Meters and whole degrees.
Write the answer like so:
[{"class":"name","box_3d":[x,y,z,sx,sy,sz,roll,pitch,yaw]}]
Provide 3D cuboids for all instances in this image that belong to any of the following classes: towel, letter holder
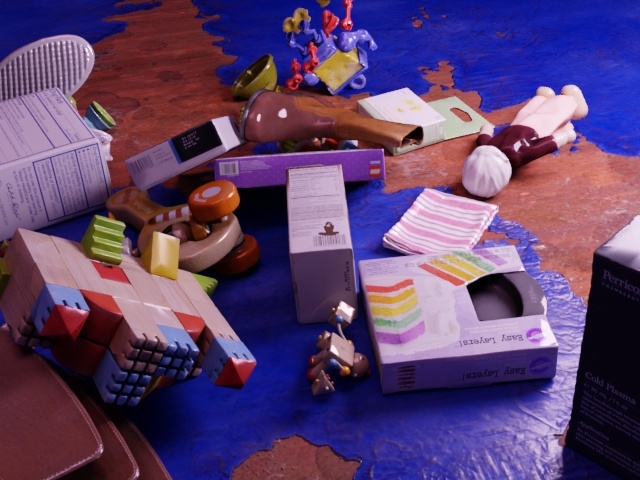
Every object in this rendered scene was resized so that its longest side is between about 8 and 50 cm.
[{"class":"towel","box_3d":[0.210,-0.029,1.622,0.144,0.029,0.197,17,40,25]},{"class":"letter holder","box_3d":[-0.343,0.238,1.197,0.214,0.152,0.301,-25,41,-30]}]

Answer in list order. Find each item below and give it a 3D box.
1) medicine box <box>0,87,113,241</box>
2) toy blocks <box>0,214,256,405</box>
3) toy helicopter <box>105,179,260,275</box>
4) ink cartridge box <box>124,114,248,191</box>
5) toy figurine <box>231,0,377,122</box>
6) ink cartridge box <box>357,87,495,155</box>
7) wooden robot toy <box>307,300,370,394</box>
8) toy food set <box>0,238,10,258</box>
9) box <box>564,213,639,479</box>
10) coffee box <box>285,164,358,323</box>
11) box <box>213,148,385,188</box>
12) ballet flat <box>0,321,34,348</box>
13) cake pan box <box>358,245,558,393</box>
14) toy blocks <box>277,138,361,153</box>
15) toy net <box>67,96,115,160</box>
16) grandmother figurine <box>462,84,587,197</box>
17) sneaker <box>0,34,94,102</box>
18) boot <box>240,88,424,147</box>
[{"class":"medicine box","box_3d":[-0.571,-0.140,1.743,0.289,0.149,0.263,-20,38,-22]},{"class":"toy blocks","box_3d":[-0.265,0.117,1.271,0.381,0.191,0.261,18,19,-39]},{"class":"toy helicopter","box_3d":[-0.283,-0.015,1.597,0.235,0.140,0.355,-34,34,-23]},{"class":"ink cartridge box","box_3d":[-0.226,-0.160,1.654,0.165,0.065,0.333,-25,6,5]},{"class":"toy figurine","box_3d":[0.004,-0.357,2.021,0.362,0.217,0.191,-38,44,27]},{"class":"ink cartridge box","box_3d":[0.216,-0.259,1.924,0.235,0.056,0.171,-18,37,-16]},{"class":"wooden robot toy","box_3d":[0.033,0.172,1.349,0.079,0.076,0.173,30,34,-13]},{"class":"toy food set","box_3d":[-0.527,0.027,1.573,0.217,0.071,0.128,-7,36,-5]},{"class":"box","box_3d":[0.490,0.165,1.085,0.343,0.313,0.179,29,46,36]},{"class":"coffee box","box_3d":[0.000,0.000,1.507,0.098,0.141,0.247,-5,35,0]},{"class":"box","box_3d":[-0.035,-0.130,1.687,0.293,0.057,0.201,-3,6,1]},{"class":"ballet flat","box_3d":[-0.422,0.110,1.458,0.079,0.077,0.221,5,32,46]},{"class":"cake pan box","box_3d":[0.201,0.112,1.395,0.266,0.070,0.246,-5,38,-2]},{"class":"toy blocks","box_3d":[0.007,-0.180,1.829,0.123,0.054,0.148,-28,42,-31]},{"class":"toy net","box_3d":[-0.459,-0.237,1.896,0.045,0.122,0.232,-40,34,2]},{"class":"grandmother figurine","box_3d":[0.385,-0.188,1.780,0.207,0.104,0.342,-5,27,50]},{"class":"sneaker","box_3d":[-0.620,-0.321,1.929,0.365,0.135,0.150,-28,26,9]},{"class":"boot","box_3d":[0.021,-0.197,1.704,0.280,0.096,0.264,19,14,24]}]
